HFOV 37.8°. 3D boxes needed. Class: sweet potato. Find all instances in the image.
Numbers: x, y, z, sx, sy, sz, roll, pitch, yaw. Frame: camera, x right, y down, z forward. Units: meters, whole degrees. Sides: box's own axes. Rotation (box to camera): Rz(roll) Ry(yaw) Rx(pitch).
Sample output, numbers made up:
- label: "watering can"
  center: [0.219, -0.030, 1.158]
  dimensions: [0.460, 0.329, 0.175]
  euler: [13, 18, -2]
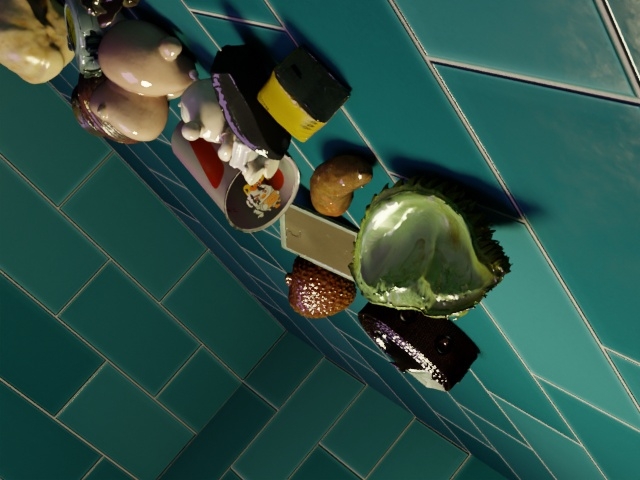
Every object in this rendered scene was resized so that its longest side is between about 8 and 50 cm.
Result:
- label: "sweet potato"
  center: [0.031, -0.107, 1.754]
  dimensions: [0.097, 0.097, 0.292]
  euler: [41, 167, 0]

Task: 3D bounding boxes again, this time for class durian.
- label: "durian"
  center: [0.165, 0.011, 1.495]
  dimensions: [0.163, 0.198, 0.394]
  euler: [49, 164, -29]

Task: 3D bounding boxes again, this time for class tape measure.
- label: "tape measure"
  center: [-0.533, -0.532, 2.046]
  dimensions: [0.164, 0.084, 0.330]
  euler: [-49, 57, 56]

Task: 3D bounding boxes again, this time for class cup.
- label: "cup"
  center: [-0.208, -0.174, 2.101]
  dimensions: [0.288, 0.203, 0.203]
  euler: [40, 170, 39]

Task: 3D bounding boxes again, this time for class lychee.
- label: "lychee"
  center: [-0.004, 0.114, 2.465]
  dimensions: [0.194, 0.194, 0.194]
  euler: [39, 168, 10]

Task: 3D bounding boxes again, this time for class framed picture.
- label: "framed picture"
  center: [0.000, 0.000, 2.231]
  dimensions: [0.216, 0.016, 0.273]
  euler: [24, 157, 9]

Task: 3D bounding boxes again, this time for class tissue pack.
- label: "tissue pack"
  center: [-0.032, -0.233, 1.516]
  dimensions: [0.120, 0.082, 0.169]
  euler: [44, 168, -7]

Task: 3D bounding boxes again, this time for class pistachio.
- label: "pistachio"
  center: [-0.752, -0.542, 2.381]
  dimensions: [0.321, 0.229, 0.238]
  euler: [50, 129, 22]

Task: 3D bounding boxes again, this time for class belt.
- label: "belt"
  center: [0.222, 0.240, 2.231]
  dimensions: [0.289, 0.164, 0.184]
  euler: [39, 160, 12]

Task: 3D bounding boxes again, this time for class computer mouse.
- label: "computer mouse"
  center: [-0.125, -0.236, 1.623]
  dimensions: [0.073, 0.122, 0.217]
  euler: [-10, 117, 30]

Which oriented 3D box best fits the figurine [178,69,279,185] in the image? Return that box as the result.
- label: "figurine"
  center: [-0.193, -0.237, 1.858]
  dimensions: [0.257, 0.182, 0.144]
  euler: [39, 153, 20]

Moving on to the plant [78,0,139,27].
- label: "plant"
  center: [-0.352, -0.456, 1.503]
  dimensions: [0.204, 0.178, 0.234]
  euler: [22, 152, 56]

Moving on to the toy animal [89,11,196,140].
- label: "toy animal"
  center: [-0.385, -0.332, 1.949]
  dimensions: [0.210, 0.221, 0.229]
  euler: [32, 167, 25]

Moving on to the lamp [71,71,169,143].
- label: "lamp"
  center: [-0.450, -0.340, 2.161]
  dimensions: [0.247, 0.247, 0.247]
  euler: [39, 168, 10]
